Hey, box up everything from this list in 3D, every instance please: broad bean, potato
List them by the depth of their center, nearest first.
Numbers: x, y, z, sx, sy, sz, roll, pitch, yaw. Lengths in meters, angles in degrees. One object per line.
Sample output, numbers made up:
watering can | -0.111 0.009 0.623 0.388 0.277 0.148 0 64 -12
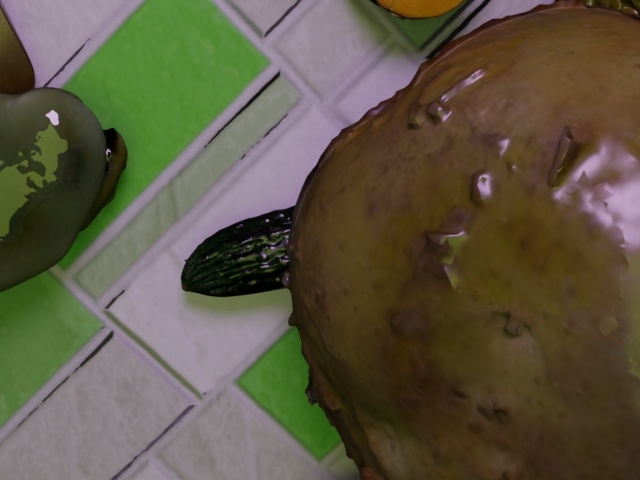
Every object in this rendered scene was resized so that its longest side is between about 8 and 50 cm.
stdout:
potato | 0.175 0.076 0.684 0.386 0.319 0.441 -5 120 -6
broad bean | -0.275 -0.043 0.791 0.228 0.100 0.169 -17 104 -13

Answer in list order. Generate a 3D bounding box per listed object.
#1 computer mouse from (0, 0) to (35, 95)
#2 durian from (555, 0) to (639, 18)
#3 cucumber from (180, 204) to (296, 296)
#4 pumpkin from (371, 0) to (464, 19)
computer mouse | -0.324 -0.198 0.799 0.102 0.045 0.199 -22 102 6
durian | 0.257 -0.183 0.780 0.108 0.119 0.186 -18 104 -1
cucumber | 0.000 -0.001 0.840 0.266 0.077 0.077 -9 103 1
pumpkin | 0.052 -0.271 0.761 0.183 0.107 0.119 41 106 -18
